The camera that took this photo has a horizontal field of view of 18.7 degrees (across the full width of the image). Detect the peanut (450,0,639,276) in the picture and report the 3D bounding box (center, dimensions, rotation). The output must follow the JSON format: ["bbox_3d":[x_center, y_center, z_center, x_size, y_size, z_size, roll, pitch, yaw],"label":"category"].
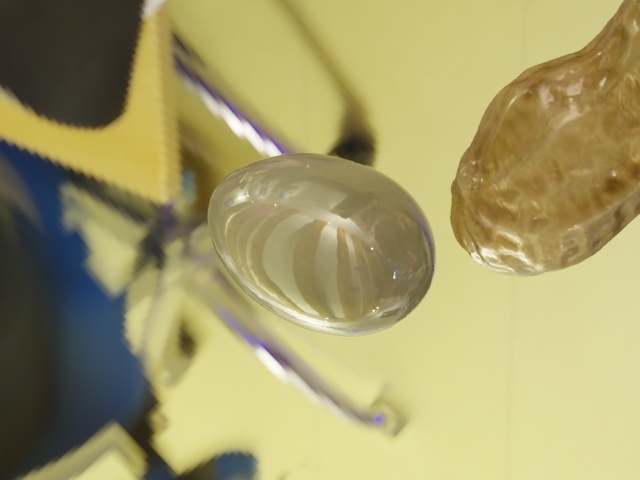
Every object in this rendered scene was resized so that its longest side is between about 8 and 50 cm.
[{"bbox_3d":[0.223,-0.096,1.489,0.153,0.140,0.325,29,125,-21],"label":"peanut"}]

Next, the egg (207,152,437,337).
[{"bbox_3d":[0.000,0.000,1.674,0.209,0.151,0.151,24,134,17],"label":"egg"}]
